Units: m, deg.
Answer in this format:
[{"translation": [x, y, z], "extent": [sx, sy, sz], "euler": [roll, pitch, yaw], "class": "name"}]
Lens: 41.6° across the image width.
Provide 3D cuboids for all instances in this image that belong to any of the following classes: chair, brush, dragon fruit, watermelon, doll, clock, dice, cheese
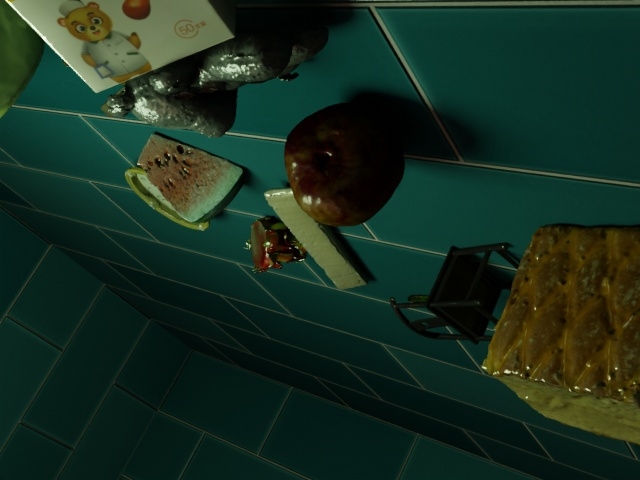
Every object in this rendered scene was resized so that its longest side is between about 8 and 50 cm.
[{"translation": [0.274, 0.106, 1.567], "extent": [0.155, 0.141, 0.260], "euler": [37, 158, -23], "class": "chair"}, {"translation": [-0.416, -0.274, 1.714], "extent": [0.034, 0.027, 0.190], "euler": [38, 160, -21], "class": "brush"}, {"translation": [-0.100, 0.019, 1.895], "extent": [0.175, 0.142, 0.138], "euler": [5, 122, 6], "class": "dragon fruit"}, {"translation": [-0.289, -0.138, 1.762], "extent": [0.241, 0.154, 0.094], "euler": [37, 164, 15], "class": "watermelon"}, {"translation": [-0.141, -0.217, 1.171], "extent": [0.340, 0.246, 0.158], "euler": [4, 112, 38], "class": "doll"}, {"translation": [-0.354, -0.112, 2.005], "extent": [0.237, 0.057, 0.237], "euler": [26, 160, 10], "class": "clock"}, {"translation": [-0.686, -0.348, 1.553], "extent": [0.254, 0.252, 0.250], "euler": [4, 150, 47], "class": "dice"}, {"translation": [-0.001, 0.002, 1.808], "extent": [0.085, 0.034, 0.400], "euler": [-9, 145, 21], "class": "cheese"}]

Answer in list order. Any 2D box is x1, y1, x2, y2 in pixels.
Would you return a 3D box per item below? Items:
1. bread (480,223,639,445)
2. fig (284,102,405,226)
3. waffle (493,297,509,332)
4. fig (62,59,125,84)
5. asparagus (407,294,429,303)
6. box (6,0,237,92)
[{"translation": [0.427, 0.137, 1.239], "extent": [0.207, 0.279, 0.279], "euler": [38, 157, -32], "class": "bread"}, {"translation": [0.033, -0.108, 1.321], "extent": [0.191, 0.190, 0.290], "euler": [29, 175, -2], "class": "fig"}, {"translation": [0.503, 0.201, 1.574], "extent": [0.308, 0.091, 0.213], "euler": [6, 151, 49], "class": "waffle"}, {"translation": [-0.318, -0.310, 1.309], "extent": [0.166, 0.154, 0.144], "euler": [-5, 116, -4], "class": "fig"}, {"translation": [0.257, 0.125, 1.824], "extent": [0.233, 0.022, 0.023], "euler": [-11, 93, 65], "class": "asparagus"}, {"translation": [-0.272, -0.361, 0.979], "extent": [0.225, 0.143, 0.341], "euler": [-17, 141, 19], "class": "box"}]
